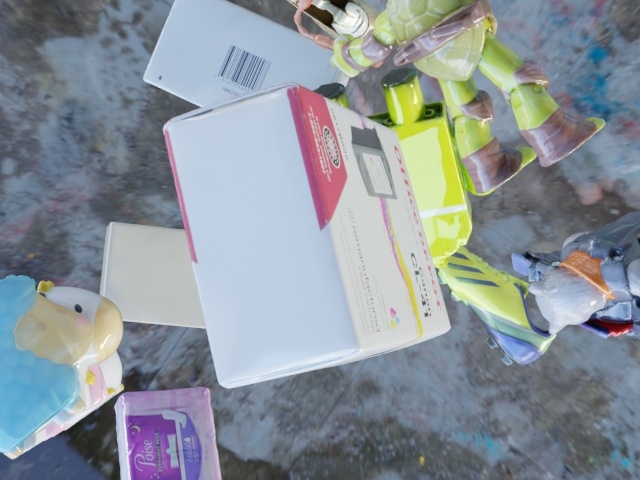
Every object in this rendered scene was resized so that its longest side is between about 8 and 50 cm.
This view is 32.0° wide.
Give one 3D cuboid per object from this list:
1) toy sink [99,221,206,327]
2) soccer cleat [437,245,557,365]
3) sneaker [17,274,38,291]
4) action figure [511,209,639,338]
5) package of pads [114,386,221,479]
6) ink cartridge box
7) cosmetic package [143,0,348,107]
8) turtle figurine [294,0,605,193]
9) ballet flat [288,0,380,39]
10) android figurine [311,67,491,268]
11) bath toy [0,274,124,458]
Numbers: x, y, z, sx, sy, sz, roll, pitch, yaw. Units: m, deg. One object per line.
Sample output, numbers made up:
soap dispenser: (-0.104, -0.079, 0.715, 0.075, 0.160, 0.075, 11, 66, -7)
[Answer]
toy sink: (-0.232, 0.061, 1.794, 0.234, 0.131, 0.153, 5, 85, -13)
soccer cleat: (0.299, 0.085, 1.955, 0.121, 0.093, 0.289, -40, 84, 17)
sneaker: (-0.557, 0.113, 1.578, 0.341, 0.125, 0.140, -6, 130, -14)
action figure: (0.379, -0.006, 1.422, 0.330, 0.341, 0.178, -37, 122, -23)
package of pads: (-0.077, 0.118, 0.572, 0.050, 0.032, 0.083, -3, 54, -14)
ink cartridge box: (0.000, 0.000, 1.004, 0.131, 0.306, 0.226, -17, 83, 19)
cosmetic package: (-0.087, -0.226, 1.489, 0.224, 0.225, 0.138, 24, 96, 1)
turtle figurine: (0.106, -0.150, 0.786, 0.269, 0.087, 0.217, -29, 99, 38)
ballet flat: (0.011, -0.345, 1.657, 0.206, 0.067, 0.073, 29, 109, -9)
android figurine: (0.083, -0.068, 1.311, 0.248, 0.056, 0.273, -12, 124, 14)
bath toy: (-0.251, 0.107, 1.047, 0.151, 0.348, 0.129, -36, 88, -9)
